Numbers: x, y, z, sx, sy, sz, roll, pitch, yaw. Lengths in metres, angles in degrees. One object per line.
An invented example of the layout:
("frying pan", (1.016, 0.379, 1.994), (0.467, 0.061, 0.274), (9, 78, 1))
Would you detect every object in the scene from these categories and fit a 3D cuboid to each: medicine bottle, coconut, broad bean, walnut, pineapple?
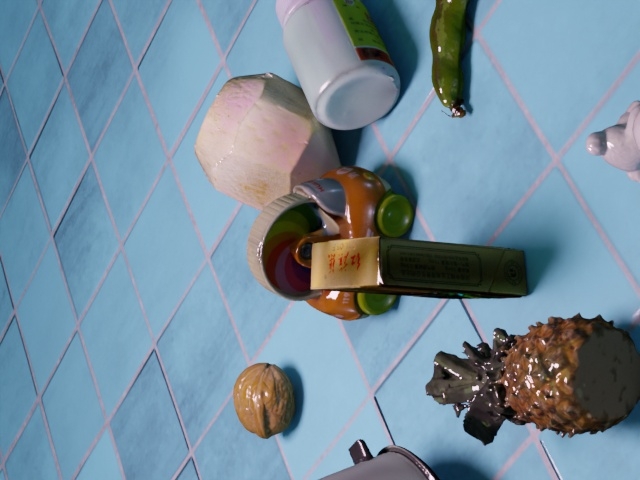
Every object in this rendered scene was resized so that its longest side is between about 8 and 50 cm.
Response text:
("medicine bottle", (0.022, -0.286, 2.112), (0.139, 0.139, 0.225), (-54, 45, 38))
("coconut", (-0.069, -0.147, 2.181), (0.237, 0.236, 0.197), (34, 101, 53))
("broad bean", (0.181, -0.296, 1.959), (0.065, 0.046, 0.255), (4, 91, 49))
("walnut", (-0.089, 0.256, 2.255), (0.105, 0.105, 0.125), (19, 113, 55))
("pineapple", (0.244, 0.171, 1.721), (0.170, 0.141, 0.310), (-56, 22, -23))

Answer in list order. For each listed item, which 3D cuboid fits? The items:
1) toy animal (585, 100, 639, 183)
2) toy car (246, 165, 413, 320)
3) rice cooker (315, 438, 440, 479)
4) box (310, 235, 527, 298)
("toy animal", (0.405, -0.111, 1.587), (0.181, 0.131, 0.127), (8, 125, 63))
("toy car", (0.000, 0.000, 2.042), (0.145, 0.235, 0.235), (23, 105, 55))
("rice cooker", (0.080, 0.405, 1.871), (0.281, 0.227, 0.241), (63, 154, 19))
("box", (0.127, 0.038, 1.826), (0.159, 0.240, 0.071), (-9, 78, 56))
